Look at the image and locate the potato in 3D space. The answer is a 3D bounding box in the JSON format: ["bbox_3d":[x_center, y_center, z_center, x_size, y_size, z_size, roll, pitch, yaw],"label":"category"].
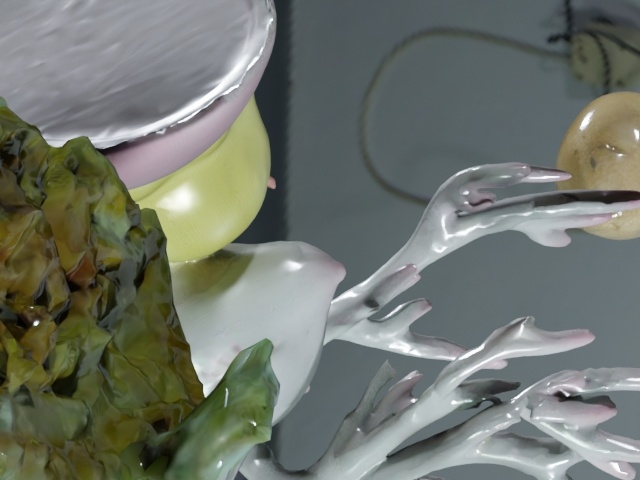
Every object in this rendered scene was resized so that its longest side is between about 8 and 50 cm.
[{"bbox_3d":[0.229,-0.056,1.213,0.112,0.147,0.112,4,102,21],"label":"potato"}]

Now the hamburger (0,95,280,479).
[{"bbox_3d":[-0.142,0.048,0.403,0.288,0.192,0.167,-6,72,16],"label":"hamburger"}]

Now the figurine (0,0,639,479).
[{"bbox_3d":[-0.004,0.011,0.686,0.284,0.315,0.206,-13,49,12],"label":"figurine"}]
